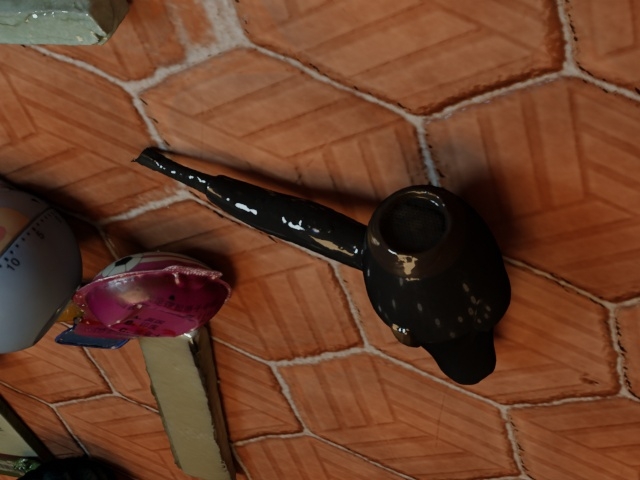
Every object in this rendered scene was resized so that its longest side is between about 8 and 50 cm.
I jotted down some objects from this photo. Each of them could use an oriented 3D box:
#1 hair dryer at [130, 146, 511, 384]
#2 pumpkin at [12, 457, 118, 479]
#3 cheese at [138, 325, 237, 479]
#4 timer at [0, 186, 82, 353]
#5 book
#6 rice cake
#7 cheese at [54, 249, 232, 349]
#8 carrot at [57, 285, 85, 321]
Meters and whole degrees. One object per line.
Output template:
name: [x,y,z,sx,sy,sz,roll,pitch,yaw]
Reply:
hair dryer: [0.000,0.000,1.278,0.359,0.120,0.304,24,166,20]
pumpkin: [-0.351,0.368,1.997,0.194,0.150,0.194,5,156,2]
cheese: [-0.149,0.185,1.702,0.085,0.034,0.400,19,150,16]
timer: [-0.345,0.005,1.413,0.255,0.175,0.175,33,149,-24]
book: [-0.483,0.243,2.027,0.201,0.026,0.289,8,146,24]
rice cake: [-0.257,-0.178,1.182,0.245,0.045,0.042,5,142,30]
cheese: [-0.178,0.064,1.463,0.155,0.062,0.244,10,155,-32]
carrot: [-0.334,0.068,1.616,0.336,0.069,0.069,-3,141,33]
